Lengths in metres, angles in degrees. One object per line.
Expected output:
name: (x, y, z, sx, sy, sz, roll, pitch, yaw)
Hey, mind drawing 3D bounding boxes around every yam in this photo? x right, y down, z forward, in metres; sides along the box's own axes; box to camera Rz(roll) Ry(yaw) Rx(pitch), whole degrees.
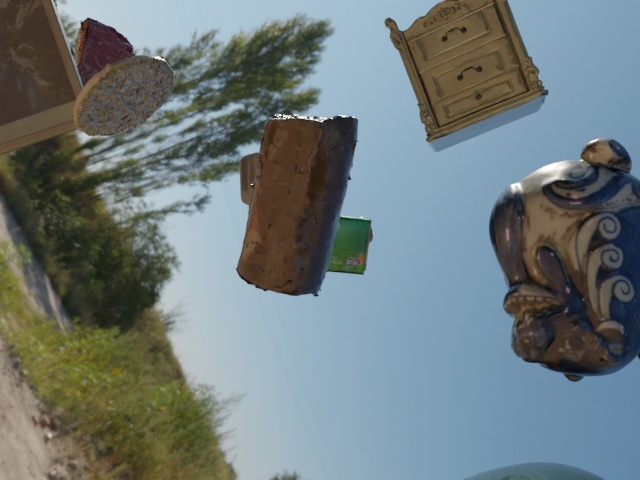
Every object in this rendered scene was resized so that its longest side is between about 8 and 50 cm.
yam: (-0.031, -0.055, 0.754, 0.129, 0.128, 0.238, -137, -123, -70)

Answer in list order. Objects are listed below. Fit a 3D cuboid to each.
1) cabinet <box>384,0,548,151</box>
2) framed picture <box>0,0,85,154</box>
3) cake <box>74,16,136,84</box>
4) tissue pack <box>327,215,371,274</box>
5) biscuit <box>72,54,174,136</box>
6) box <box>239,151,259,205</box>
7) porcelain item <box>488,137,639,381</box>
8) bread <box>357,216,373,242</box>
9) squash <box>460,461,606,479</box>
cabinet: (0.353, -0.428, 1.403, 0.227, 0.290, 0.318, -8, 78, -74)
framed picture: (-0.465, -0.274, 0.831, 0.019, 0.209, 0.281, -70, 141, -83)
cake: (-0.408, -0.286, 1.056, 0.086, 0.117, 0.220, -23, -120, 47)
tissue pack: (0.001, 0.002, 1.449, 0.156, 0.209, 0.148, -163, -101, -74)
biscuit: (-0.258, -0.190, 0.753, 0.020, 0.152, 0.152, 53, -21, 8)
box: (-0.068, -0.102, 1.170, 0.055, 0.244, 0.103, -12, -104, 33)
porcelain item: (0.283, 0.032, 0.482, 0.138, 0.288, 0.186, 124, -25, -57)
bread: (0.052, 0.017, 1.614, 0.092, 0.239, 0.074, 63, -20, -15)
squash: (0.208, 0.356, 0.600, 0.310, 0.309, 0.310, 26, -49, 35)
